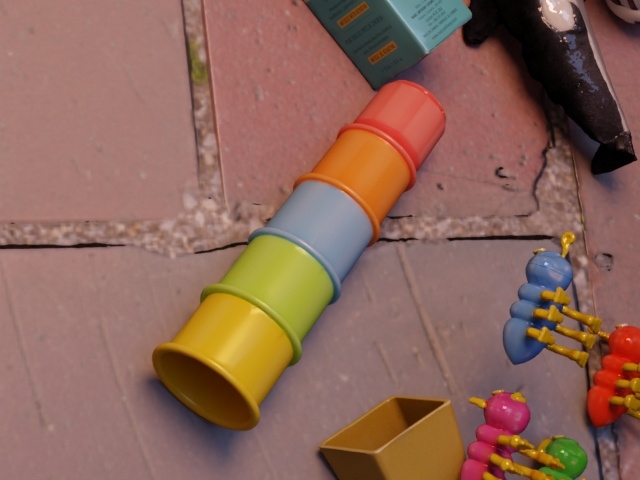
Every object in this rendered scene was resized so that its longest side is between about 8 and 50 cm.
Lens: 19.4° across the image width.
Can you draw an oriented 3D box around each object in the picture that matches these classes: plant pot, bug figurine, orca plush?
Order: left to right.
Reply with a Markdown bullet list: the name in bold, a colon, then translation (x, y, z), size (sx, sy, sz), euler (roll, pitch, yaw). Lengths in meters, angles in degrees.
- **plant pot**: translation (0.064, 0.176, 1.444), size (0.081, 0.081, 0.083), euler (-30, 104, -29)
- **orca plush**: translation (0.177, -0.185, 1.607), size (0.287, 0.102, 0.151), euler (66, 16, -9)
- **bug figurine**: translation (0.187, 0.125, 1.470), size (0.279, 0.072, 0.216), euler (38, 73, -55)

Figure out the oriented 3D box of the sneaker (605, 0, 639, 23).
- **sneaker**: translation (0.268, -0.340, 1.616), size (0.106, 0.162, 0.281), euler (-10, 76, 17)

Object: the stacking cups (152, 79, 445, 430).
- **stacking cups**: translation (0.000, 0.000, 1.446), size (0.096, 0.096, 0.316), euler (43, 63, -10)

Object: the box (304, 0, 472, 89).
- **box**: translation (0.008, -0.245, 1.512), size (0.060, 0.100, 0.244), euler (-42, 96, -27)
